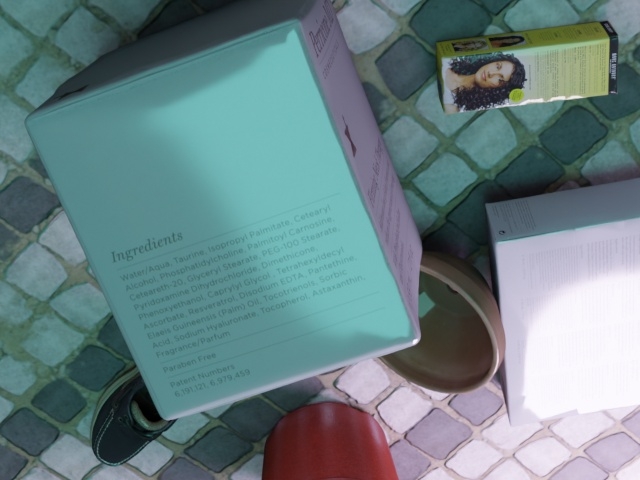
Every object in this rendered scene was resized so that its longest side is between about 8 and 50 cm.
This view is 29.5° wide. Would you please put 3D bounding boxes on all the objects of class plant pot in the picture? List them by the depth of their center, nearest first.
[{"bbox_3d":[0.169,0.096,1.733,0.237,0.110,0.237,23,138,23],"label":"plant pot"},{"bbox_3d":[0.016,0.405,1.851,0.272,0.265,0.272,-2,122,-4],"label":"plant pot"}]

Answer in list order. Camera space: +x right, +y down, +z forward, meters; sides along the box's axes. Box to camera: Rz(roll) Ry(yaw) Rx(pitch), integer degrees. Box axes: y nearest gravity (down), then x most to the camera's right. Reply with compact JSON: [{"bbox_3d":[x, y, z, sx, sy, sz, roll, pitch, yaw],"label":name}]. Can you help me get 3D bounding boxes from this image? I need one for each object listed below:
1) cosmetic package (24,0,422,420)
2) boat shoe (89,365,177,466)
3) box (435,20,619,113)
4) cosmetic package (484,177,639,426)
[{"bbox_3d":[-0.091,-0.061,1.462,0.327,0.329,0.394,-18,108,11],"label":"cosmetic package"},{"bbox_3d":[-0.262,0.249,1.835,0.103,0.092,0.285,33,114,-22],"label":"boat shoe"},{"bbox_3d":[0.271,-0.227,1.598,0.232,0.058,0.087,-8,122,0],"label":"box"},{"bbox_3d":[0.396,0.093,1.764,0.284,0.097,0.377,-8,129,3],"label":"cosmetic package"}]
